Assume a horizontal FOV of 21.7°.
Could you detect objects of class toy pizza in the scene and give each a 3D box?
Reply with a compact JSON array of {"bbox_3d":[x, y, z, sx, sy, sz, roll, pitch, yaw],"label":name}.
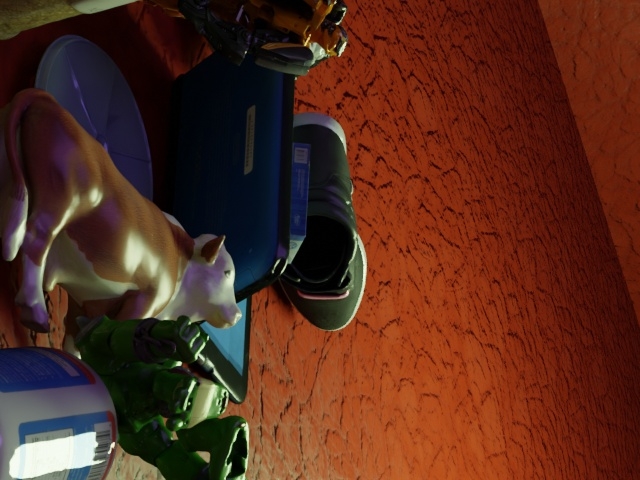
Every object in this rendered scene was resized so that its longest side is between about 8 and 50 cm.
[{"bbox_3d":[-0.201,-0.076,1.437,0.201,0.032,0.201,-11,90,-71],"label":"toy pizza"}]

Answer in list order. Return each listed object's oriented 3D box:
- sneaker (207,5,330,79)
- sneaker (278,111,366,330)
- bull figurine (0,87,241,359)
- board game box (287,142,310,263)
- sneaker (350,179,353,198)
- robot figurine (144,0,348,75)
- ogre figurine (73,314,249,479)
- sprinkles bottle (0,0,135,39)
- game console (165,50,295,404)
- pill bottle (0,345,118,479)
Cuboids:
[{"bbox_3d":[-0.056,-0.229,1.816,0.118,0.110,0.292,56,14,2],"label":"sneaker"},{"bbox_3d":[-0.008,0.024,1.729,0.147,0.105,0.295,-88,175,-45],"label":"sneaker"},{"bbox_3d":[-0.176,0.018,1.307,0.310,0.101,0.188,50,51,-45],"label":"bull figurine"},{"bbox_3d":[-0.027,-0.034,1.563,0.090,0.020,0.090,123,-28,-70],"label":"board game box"},{"bbox_3d":[0.000,0.000,1.918,0.071,0.068,0.169,75,23,-59],"label":"sneaker"},{"bbox_3d":[-0.102,-0.249,1.482,0.085,0.291,0.211,-63,-179,31],"label":"robot figurine"},{"bbox_3d":[-0.117,0.122,1.234,0.096,0.118,0.197,-61,146,-18],"label":"ogre figurine"},{"bbox_3d":[-0.117,-0.251,1.283,0.121,0.355,0.121,-12,90,-70],"label":"sprinkles bottle"},{"bbox_3d":[-0.058,-0.028,1.611,0.173,0.250,0.293,24,53,-34],"label":"game console"},{"bbox_3d":[-0.236,0.134,1.100,0.221,0.124,0.124,6,74,-69],"label":"pill bottle"}]
